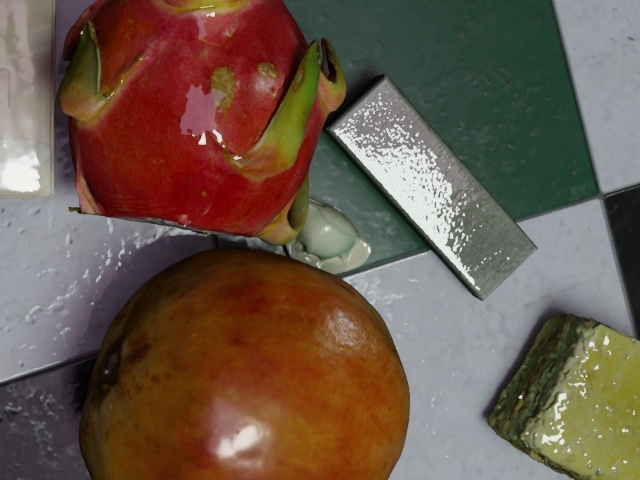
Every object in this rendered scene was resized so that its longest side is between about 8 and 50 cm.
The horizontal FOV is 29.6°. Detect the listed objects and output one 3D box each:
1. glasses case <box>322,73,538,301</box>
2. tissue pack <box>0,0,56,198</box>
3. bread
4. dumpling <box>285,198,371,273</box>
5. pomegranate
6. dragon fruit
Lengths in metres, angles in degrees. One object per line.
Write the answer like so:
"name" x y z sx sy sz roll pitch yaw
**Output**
"glasses case" 0.094 -0.046 1.050 0.071 0.047 0.205 -44 102 -3
"tissue pack" -0.291 -0.194 0.938 0.170 0.071 0.325 1 93 -15
"bread" 0.264 0.159 1.074 0.196 0.102 0.138 27 90 -16
"dumpling" -0.001 -0.001 1.035 0.077 0.043 0.059 26 104 -29
"pomegranate" -0.047 0.142 0.941 0.270 0.229 0.252 29 78 -24
"dragon fruit" -0.093 -0.110 0.927 0.224 0.224 0.227 18 87 -14
